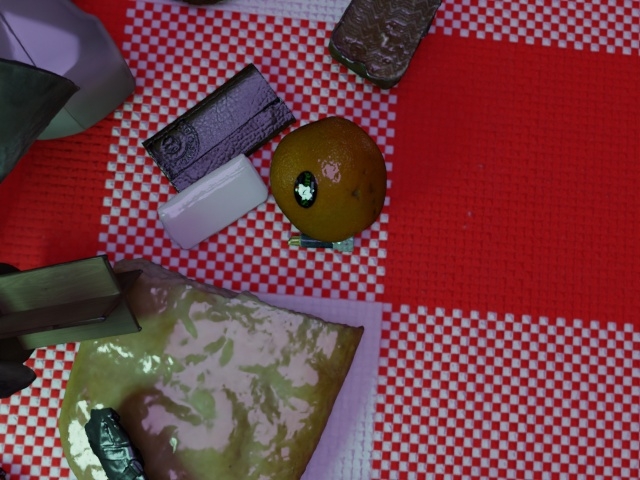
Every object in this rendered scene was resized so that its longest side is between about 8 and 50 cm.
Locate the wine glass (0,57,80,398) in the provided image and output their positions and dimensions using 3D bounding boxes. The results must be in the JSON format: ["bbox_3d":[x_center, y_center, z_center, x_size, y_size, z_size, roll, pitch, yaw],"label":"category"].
[{"bbox_3d":[-0.449,-0.017,0.830,0.266,0.267,0.407,4,94,-4],"label":"wine glass"}]

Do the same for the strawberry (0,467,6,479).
[{"bbox_3d":[-0.553,0.425,1.031,0.145,0.086,0.145,0,84,-2],"label":"strawberry"}]

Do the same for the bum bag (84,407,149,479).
[{"bbox_3d":[-0.287,0.334,0.986,0.087,0.049,0.198,-27,92,28],"label":"bum bag"}]

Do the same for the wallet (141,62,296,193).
[{"bbox_3d":[-0.176,-0.189,1.154,0.243,0.039,0.133,-37,92,-5],"label":"wallet"}]

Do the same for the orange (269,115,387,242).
[{"bbox_3d":[0.015,-0.098,1.083,0.205,0.206,0.206,0,83,-4],"label":"orange"}]

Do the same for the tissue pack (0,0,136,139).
[{"bbox_3d":[-0.476,-0.327,1.052,0.235,0.229,0.333,-34,89,-9],"label":"tissue pack"}]

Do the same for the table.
[{"bbox_3d":[-0.392,0.097,1.004,0.226,0.167,0.167,-11,84,16],"label":"table"}]

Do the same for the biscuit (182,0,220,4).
[{"bbox_3d":[-0.213,-0.525,1.190,0.225,0.042,0.226,0,83,-2],"label":"biscuit"}]

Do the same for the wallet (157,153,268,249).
[{"bbox_3d":[-0.184,-0.062,1.132,0.190,0.033,0.095,-35,104,-7],"label":"wallet"}]

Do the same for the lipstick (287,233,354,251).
[{"bbox_3d":[0.000,0.000,1.149,0.115,0.037,0.037,3,83,1],"label":"lipstick"}]

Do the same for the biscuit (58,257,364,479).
[{"bbox_3d":[-0.207,0.256,1.066,0.429,0.104,0.447,25,82,0],"label":"biscuit"}]

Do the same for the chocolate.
[{"bbox_3d":[0.111,-0.373,1.170,0.148,0.093,0.214,30,81,1],"label":"chocolate"}]
